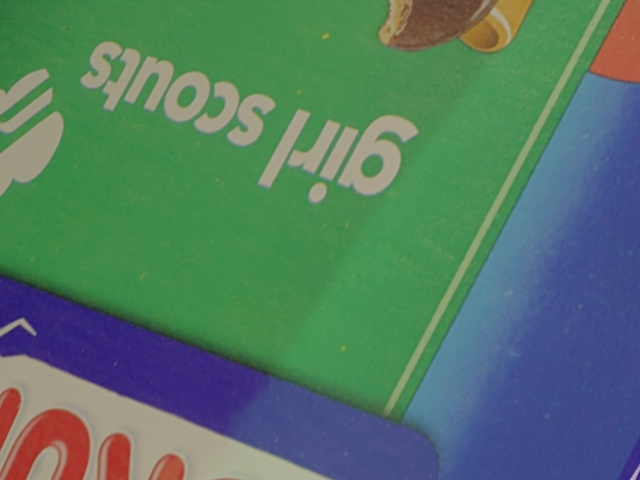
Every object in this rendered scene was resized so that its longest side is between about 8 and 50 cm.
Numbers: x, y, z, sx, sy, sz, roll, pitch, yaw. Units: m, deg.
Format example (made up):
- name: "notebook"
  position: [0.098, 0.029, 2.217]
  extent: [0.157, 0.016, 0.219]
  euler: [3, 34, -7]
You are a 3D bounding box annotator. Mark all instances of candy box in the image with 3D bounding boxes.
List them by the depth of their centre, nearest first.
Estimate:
- name: "candy box"
  position: [0.000, 0.000, 0.423]
  extent: [0.268, 0.122, 0.317]
  euler: [22, 83, 41]
